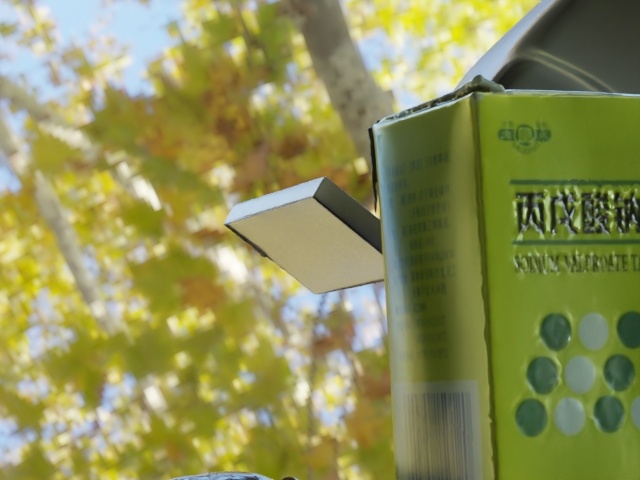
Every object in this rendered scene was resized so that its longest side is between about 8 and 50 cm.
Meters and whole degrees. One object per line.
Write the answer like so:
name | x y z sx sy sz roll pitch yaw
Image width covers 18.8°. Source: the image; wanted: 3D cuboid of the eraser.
eraser | 0.000 0.000 1.503 0.150 0.104 0.023 -14 -138 60

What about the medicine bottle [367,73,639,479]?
medicine bottle | 0.115 0.045 1.031 0.137 0.250 0.141 -1 177 -21

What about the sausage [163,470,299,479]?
sausage | -0.190 0.228 1.181 0.123 0.136 0.501 46 -151 27

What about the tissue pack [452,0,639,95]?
tissue pack | 0.256 -0.106 1.417 0.333 0.229 0.236 -39 180 0
